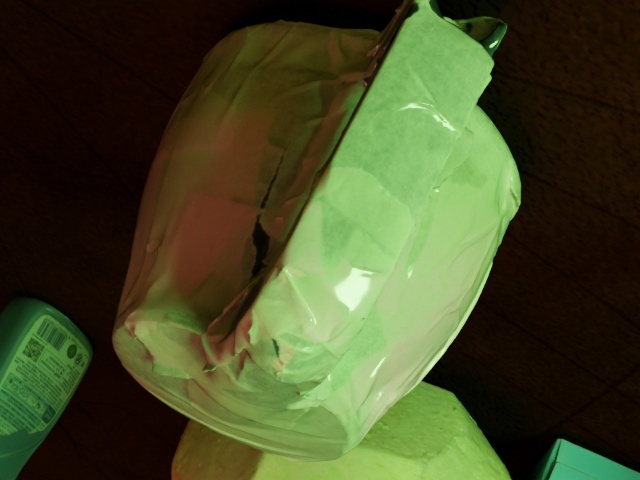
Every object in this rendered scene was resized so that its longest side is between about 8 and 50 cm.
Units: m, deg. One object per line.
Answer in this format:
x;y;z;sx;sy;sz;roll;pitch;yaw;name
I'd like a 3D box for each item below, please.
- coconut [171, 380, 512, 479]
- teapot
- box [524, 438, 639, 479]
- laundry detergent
0.005;0.188;0.953;0.237;0.197;0.237;19;159;8;coconut
0.008;0.008;0.620;0.163;0.178;0.222;40;151;-29;teapot
0.193;0.232;0.993;0.143;0.083;0.232;24;156;6;box
-0.257;0.149;1.109;0.061;0.206;0.096;12;150;26;laundry detergent
